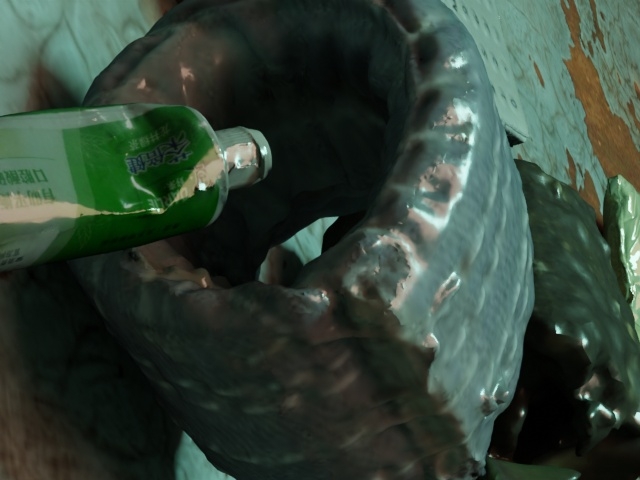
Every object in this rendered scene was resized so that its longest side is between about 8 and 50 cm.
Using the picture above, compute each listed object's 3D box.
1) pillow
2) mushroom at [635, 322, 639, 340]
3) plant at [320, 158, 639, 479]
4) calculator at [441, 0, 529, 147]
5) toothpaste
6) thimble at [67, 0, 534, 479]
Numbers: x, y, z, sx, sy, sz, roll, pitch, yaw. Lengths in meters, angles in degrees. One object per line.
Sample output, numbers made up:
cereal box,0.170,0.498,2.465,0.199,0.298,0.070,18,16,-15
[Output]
pillow,0.346,0.104,1.827,0.274,0.076,0.280,24,56,-55
mushroom,0.236,0.103,1.550,0.312,0.081,0.100,43,29,-49
plant,0.092,0.100,1.050,0.199,0.188,0.276,47,32,-46
calculator,0.103,-0.178,1.527,0.262,0.021,0.161,23,52,-63
toothpaste,-0.121,-0.018,0.709,0.248,0.047,0.078,-11,82,-39
thimble,0.000,0.000,0.875,0.236,0.205,0.172,-112,176,-47
